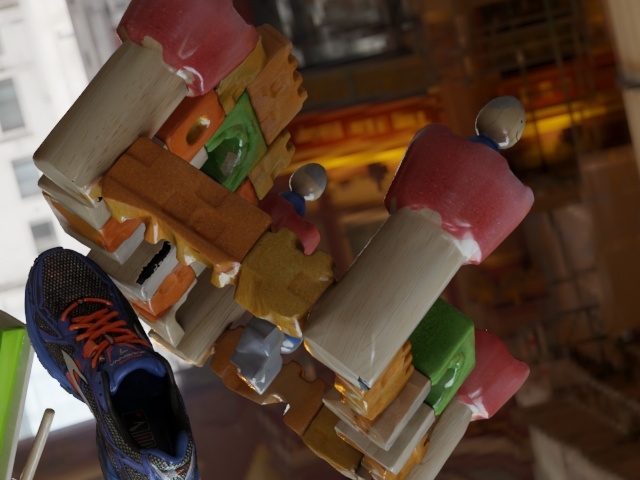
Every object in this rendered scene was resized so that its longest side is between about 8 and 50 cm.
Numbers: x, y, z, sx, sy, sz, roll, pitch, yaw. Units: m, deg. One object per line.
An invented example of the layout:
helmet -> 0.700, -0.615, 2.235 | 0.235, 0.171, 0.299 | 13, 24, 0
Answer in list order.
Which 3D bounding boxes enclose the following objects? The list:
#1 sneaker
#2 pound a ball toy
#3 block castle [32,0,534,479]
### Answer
sneaker -> -0.141, 0.091, 1.209 | 0.083, 0.221, 0.087 | -23, 158, -27
pound a ball toy -> -0.493, 0.256, 2.452 | 0.136, 0.319, 0.208 | 24, -161, 34
block castle -> 0.000, 0.000, 1.229 | 0.213, 0.303, 0.453 | -53, 163, -13
